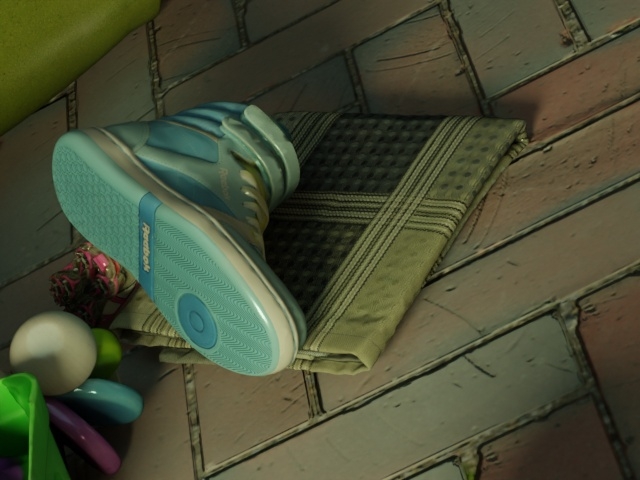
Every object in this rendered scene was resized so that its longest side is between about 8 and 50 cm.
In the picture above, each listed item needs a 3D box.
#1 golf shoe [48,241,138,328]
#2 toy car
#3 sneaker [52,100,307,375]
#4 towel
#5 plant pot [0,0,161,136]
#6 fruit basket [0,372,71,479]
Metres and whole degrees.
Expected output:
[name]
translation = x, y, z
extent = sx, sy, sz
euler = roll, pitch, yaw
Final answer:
[golf shoe]
translation = -0.197, 0.033, 1.851
extent = 0.086, 0.067, 0.186
euler = -33, -1, -28
[toy car]
translation = -0.231, 0.159, 1.698
extent = 0.182, 0.159, 0.136
euler = -39, 67, -11
[sneaker]
translation = -0.068, -0.022, 1.715
extent = 0.208, 0.127, 0.319
euler = -22, 50, -34
[towel]
translation = 0.000, 0.000, 1.791
extent = 0.312, 0.056, 0.324
euler = 5, 45, 40
[plant pot]
translation = -0.387, -0.294, 2.262
extent = 0.353, 0.366, 0.366
euler = -28, 31, -14
[fruit basket]
translation = -0.386, 0.237, 1.499
extent = 0.392, 0.392, 0.283
euler = -25, 33, 12
